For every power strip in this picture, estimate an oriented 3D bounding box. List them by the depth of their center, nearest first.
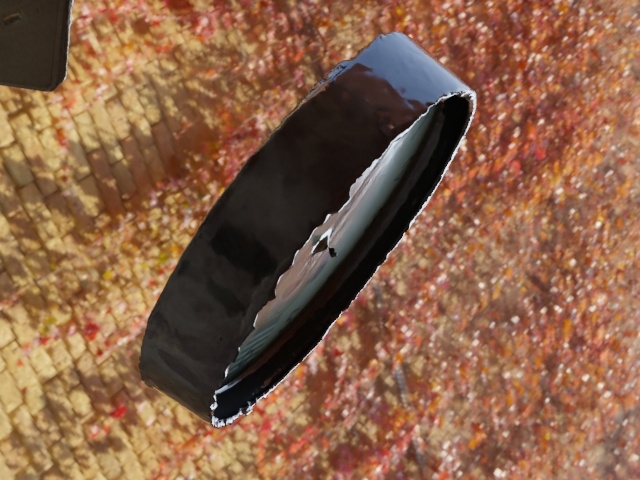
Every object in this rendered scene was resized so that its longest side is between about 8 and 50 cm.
[{"bbox_3d":[-0.385,-0.279,0.961,0.064,0.213,0.198,-125,-136,-60],"label":"power strip"}]

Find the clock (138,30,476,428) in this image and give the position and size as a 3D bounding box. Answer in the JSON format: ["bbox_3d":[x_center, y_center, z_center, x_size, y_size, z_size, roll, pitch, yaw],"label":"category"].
[{"bbox_3d":[-0.002,0.000,0.619,0.061,0.312,0.312,38,-41,12],"label":"clock"}]
